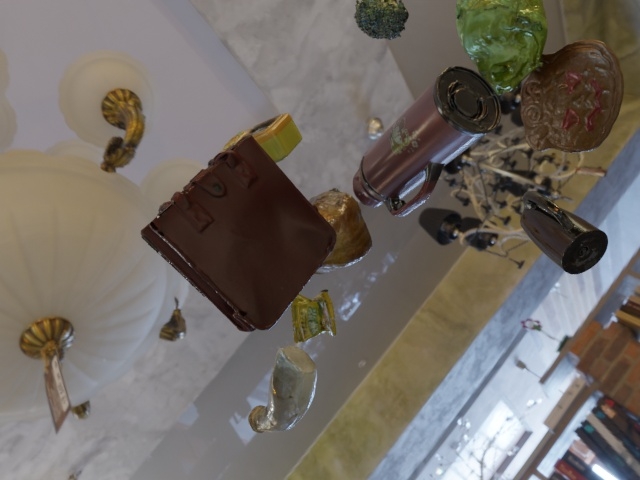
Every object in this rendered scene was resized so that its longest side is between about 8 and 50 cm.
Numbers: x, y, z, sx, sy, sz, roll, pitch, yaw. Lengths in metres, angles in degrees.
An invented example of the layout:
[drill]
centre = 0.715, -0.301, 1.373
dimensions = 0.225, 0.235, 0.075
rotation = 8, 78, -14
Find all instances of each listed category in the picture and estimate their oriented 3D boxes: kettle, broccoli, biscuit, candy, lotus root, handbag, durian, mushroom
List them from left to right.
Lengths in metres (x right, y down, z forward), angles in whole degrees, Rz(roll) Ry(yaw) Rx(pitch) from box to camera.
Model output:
[handbag]
centre = -0.129, -0.009, 0.830
dimensions = 0.275, 0.084, 0.260
rotation = 51, -122, -17
[mushroom]
centre = -0.083, 0.351, 1.037
dimensions = 0.103, 0.118, 0.270
rotation = -10, -46, -45
[candy]
centre = -0.019, 0.259, 1.672
dimensions = 0.297, 0.081, 0.187
rotation = 6, -110, -60
[lotus root]
centre = 0.000, -0.001, 1.158
dimensions = 0.180, 0.199, 0.188
rotation = -41, -72, -47
[broccoli]
centre = 0.172, -0.623, 1.279
dimensions = 0.155, 0.167, 0.160
rotation = 31, -82, -4
[durian]
centre = 0.449, -0.576, 1.194
dimensions = 0.256, 0.205, 0.339
rotation = 20, -112, -45
[kettle]
centre = 0.672, -0.036, 1.366
dimensions = 0.144, 0.232, 0.202
rotation = -40, -56, 7
[biscuit]
centre = 0.636, -0.363, 1.218
dimensions = 0.049, 0.257, 0.272
rotation = -13, -74, -35

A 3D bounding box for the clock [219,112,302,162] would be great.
[clock]
centre = -0.164, -0.262, 1.299
dimensions = 0.096, 0.202, 0.143
rotation = 61, -142, -23

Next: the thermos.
[thermos]
centre = 0.155, -0.134, 0.801
dimensions = 0.109, 0.136, 0.330
rotation = -35, -2, -29
